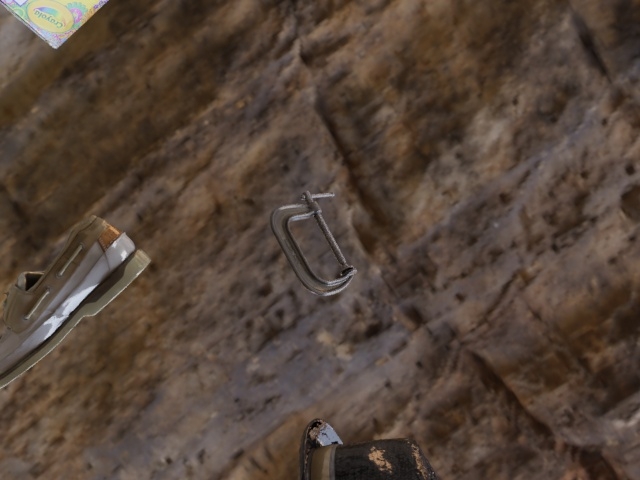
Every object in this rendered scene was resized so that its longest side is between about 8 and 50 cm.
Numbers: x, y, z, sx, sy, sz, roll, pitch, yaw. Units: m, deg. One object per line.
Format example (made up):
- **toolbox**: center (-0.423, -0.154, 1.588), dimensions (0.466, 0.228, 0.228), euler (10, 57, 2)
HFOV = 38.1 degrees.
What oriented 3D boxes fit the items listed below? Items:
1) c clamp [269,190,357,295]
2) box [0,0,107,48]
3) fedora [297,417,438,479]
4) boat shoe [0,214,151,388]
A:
- **c clamp**: center (0.000, 0.000, 1.229), dimensions (0.137, 0.161, 0.022), euler (-3, 150, -42)
- **box**: center (-0.358, -0.404, 0.962), dimensions (0.177, 0.290, 0.279), euler (-42, -122, 2)
- **fedora**: center (0.091, 0.372, 1.187), dimensions (0.152, 0.334, 0.334), euler (-20, -164, 10)
- **boat shoe**: center (-0.370, 0.085, 1.248), dimensions (0.302, 0.103, 0.113), euler (-40, -170, 9)
